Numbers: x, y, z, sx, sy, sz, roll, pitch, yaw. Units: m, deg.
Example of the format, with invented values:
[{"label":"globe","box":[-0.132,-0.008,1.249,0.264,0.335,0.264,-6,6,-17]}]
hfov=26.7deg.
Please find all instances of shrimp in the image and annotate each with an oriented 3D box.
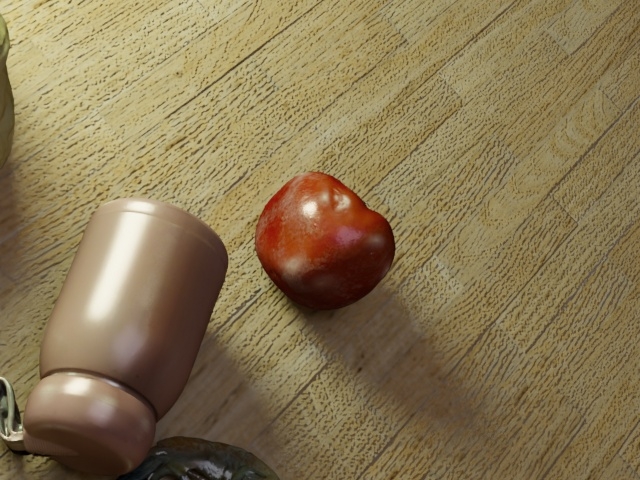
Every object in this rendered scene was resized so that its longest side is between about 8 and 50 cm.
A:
[{"label":"shrimp","box":[-0.158,0.310,1.504,0.289,0.075,0.178,-29,74,-36]}]

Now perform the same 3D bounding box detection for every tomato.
[{"label":"tomato","box":[0.000,0.000,1.693,0.151,0.187,0.187,-32,83,-15]}]

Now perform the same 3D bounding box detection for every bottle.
[{"label":"bottle","box":[-0.237,0.112,1.510,0.206,0.173,0.297,9,58,11]}]

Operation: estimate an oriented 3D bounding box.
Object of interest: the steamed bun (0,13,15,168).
[{"label":"steamed bun","box":[-0.483,-0.176,1.472,0.372,0.230,0.325,-23,86,-40]}]
